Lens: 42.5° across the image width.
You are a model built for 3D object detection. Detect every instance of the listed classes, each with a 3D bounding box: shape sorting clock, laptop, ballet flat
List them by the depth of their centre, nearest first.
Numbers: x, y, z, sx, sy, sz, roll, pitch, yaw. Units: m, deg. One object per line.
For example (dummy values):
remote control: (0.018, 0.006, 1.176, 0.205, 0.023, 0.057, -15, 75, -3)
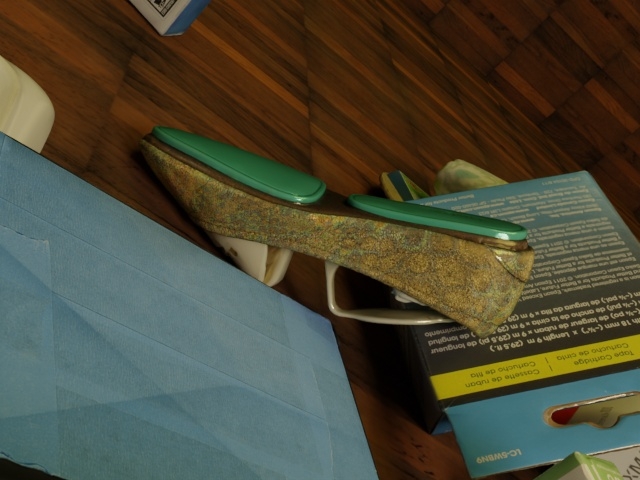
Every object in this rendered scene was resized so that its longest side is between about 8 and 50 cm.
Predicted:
laptop: (-0.003, 0.063, 0.407, 0.382, 0.408, 0.236, 33, 60, -37)
ballet flat: (0.000, 0.000, 0.694, 0.349, 0.123, 0.123, 16, 24, 6)
shape sorting clock: (0.146, -0.008, 1.071, 0.206, 0.040, 0.206, 44, 20, -20)

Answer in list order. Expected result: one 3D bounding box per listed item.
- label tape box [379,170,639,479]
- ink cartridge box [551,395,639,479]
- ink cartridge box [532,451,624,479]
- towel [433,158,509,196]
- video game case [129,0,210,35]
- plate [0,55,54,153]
label tape box: (0.199, 0.086, 0.766, 0.333, 0.241, 0.105, -104, -174, -48)
ink cartridge box: (0.328, 0.173, 0.879, 0.385, 0.091, 0.308, 34, 21, 21)
ink cartridge box: (0.145, 0.267, 0.470, 0.056, 0.171, 0.235, 26, 31, -39)
towel: (0.338, 0.039, 1.105, 0.321, 0.090, 0.374, 34, 4, 30)
video game case: (-0.165, -0.410, 0.906, 0.244, 0.269, 0.061, 47, 23, 1)
plate: (-0.293, -0.103, 0.485, 0.277, 0.045, 0.278, 34, 26, -26)
